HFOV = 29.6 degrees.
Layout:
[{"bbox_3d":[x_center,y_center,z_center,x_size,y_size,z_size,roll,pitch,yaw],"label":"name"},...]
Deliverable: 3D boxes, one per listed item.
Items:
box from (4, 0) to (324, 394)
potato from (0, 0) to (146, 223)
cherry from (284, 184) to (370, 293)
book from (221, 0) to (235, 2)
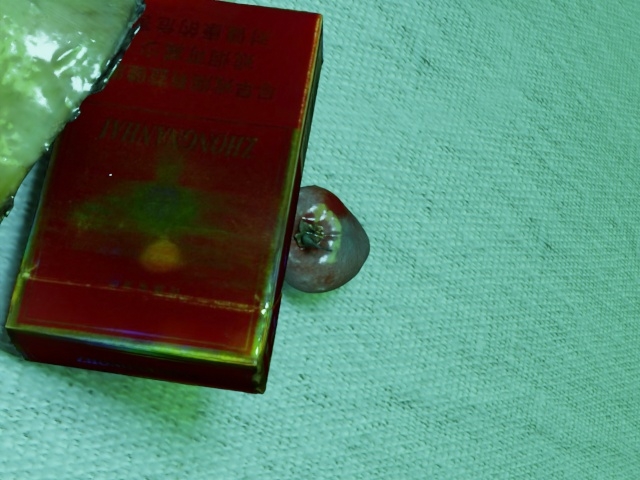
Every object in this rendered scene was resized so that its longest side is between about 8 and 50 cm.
[{"bbox_3d":[-0.117,-0.046,0.983,0.089,0.197,0.313,92,7,-66],"label":"box"},{"bbox_3d":[-0.287,-0.124,0.776,0.237,0.289,0.301,37,90,-20],"label":"potato"},{"bbox_3d":[-0.003,0.005,1.202,0.126,0.087,0.106,53,36,-55],"label":"cherry"},{"bbox_3d":[-0.160,-0.292,1.062,0.138,0.016,0.198,4,52,-51],"label":"book"}]
